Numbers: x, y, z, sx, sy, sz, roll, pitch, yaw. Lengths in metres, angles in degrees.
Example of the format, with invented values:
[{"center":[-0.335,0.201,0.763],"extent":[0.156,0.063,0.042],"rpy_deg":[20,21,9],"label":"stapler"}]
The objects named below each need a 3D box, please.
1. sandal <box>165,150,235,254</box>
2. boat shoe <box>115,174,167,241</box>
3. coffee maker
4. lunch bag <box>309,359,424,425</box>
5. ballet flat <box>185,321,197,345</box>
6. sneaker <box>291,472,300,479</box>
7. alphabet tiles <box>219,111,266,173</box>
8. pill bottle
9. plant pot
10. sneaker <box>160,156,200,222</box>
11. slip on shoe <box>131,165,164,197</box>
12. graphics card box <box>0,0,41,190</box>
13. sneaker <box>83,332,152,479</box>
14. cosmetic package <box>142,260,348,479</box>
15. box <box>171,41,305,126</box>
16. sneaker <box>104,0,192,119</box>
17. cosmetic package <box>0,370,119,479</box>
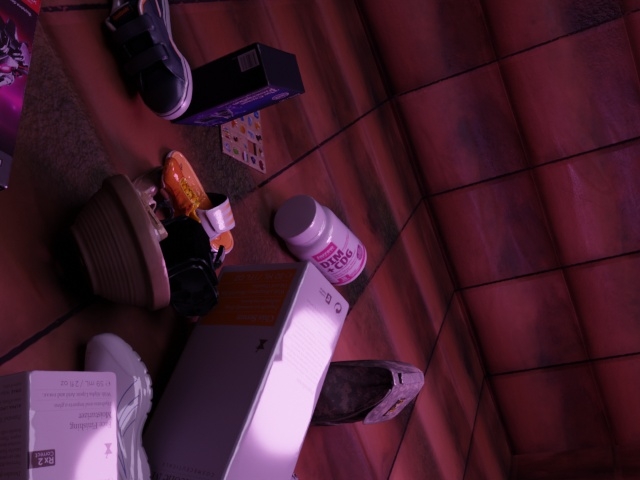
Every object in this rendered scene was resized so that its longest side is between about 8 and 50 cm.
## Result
[{"center":[-0.250,-0.084,1.438],"extent":[0.265,0.076,0.102],"rpy_deg":[63,28,-24],"label":"sandal"},{"center":[-0.333,-0.058,1.208],"extent":[0.170,0.059,0.063],"rpy_deg":[59,-26,25],"label":"boat shoe"},{"center":[-0.267,0.037,1.236],"extent":[0.171,0.120,0.178],"rpy_deg":[42,10,-28],"label":"coffee maker"},{"center":[0.109,0.387,1.674],"extent":[0.235,0.287,0.169],"rpy_deg":[21,57,-61],"label":"lunch bag"},{"center":[-0.232,0.266,1.293],"extent":[0.067,0.073,0.206],"rpy_deg":[-26,98,-56],"label":"ballet flat"},{"center":[-0.053,0.563,1.450],"extent":[0.281,0.105,0.115],"rpy_deg":[22,57,-59],"label":"sneaker"},{"center":[-0.211,-0.313,1.730],"extent":[0.198,0.009,0.237],"rpy_deg":[22,56,-59],"label":"alphabet tiles"},{"center":[0.000,0.000,1.813],"extent":[0.283,0.160,0.160],"rpy_deg":[43,40,-48],"label":"pill bottle"},{"center":[-0.347,0.016,1.087],"extent":[0.110,0.237,0.237],"rpy_deg":[-20,95,-24],"label":"plant pot"},{"center":[-0.281,-0.098,1.330],"extent":[0.175,0.067,0.064],"rpy_deg":[83,18,-44],"label":"sneaker"},{"center":[-0.340,-0.112,1.307],"extent":[0.051,0.041,0.135],"rpy_deg":[65,27,-21],"label":"slip on shoe"},{"center":[-0.540,-0.265,0.921],"extent":[0.233,0.094,0.371],"rpy_deg":[37,45,-53],"label":"graphics card box"},{"center":[-0.339,0.291,1.016],"extent":[0.129,0.111,0.297],"rpy_deg":[13,63,-56],"label":"sneaker"},{"center":[-0.139,0.266,1.175],"extent":[0.161,0.230,0.453],"rpy_deg":[49,49,-39],"label":"cosmetic package"},{"center":[-0.195,-0.346,1.481],"extent":[0.184,0.261,0.103],"rpy_deg":[-22,96,-65],"label":"box"},{"center":[-0.363,-0.402,1.332],"extent":[0.127,0.126,0.321],"rpy_deg":[22,46,-65],"label":"sneaker"},{"center":[-0.380,0.277,0.876],"extent":[0.151,0.151,0.184],"rpy_deg":[20,59,-59],"label":"cosmetic package"}]
